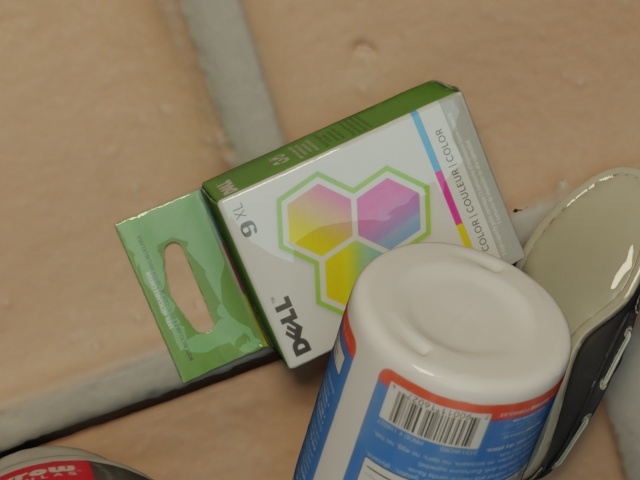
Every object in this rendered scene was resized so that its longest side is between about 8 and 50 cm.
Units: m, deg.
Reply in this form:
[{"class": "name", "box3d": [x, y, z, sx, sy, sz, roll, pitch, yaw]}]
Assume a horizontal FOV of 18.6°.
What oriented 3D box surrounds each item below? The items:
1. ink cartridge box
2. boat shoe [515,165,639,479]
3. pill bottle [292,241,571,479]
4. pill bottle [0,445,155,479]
[{"class": "ink cartridge box", "box3d": [0.000, 0.000, 1.126, 0.209, 0.062, 0.109, -24, 106, -6]}, {"class": "boat shoe", "box3d": [0.151, 0.054, 1.184, 0.065, 0.075, 0.206, 27, 88, -59]}, {"class": "pill bottle", "box3d": [0.052, 0.121, 1.099, 0.124, 0.124, 0.221, 7, 129, -14]}, {"class": "pill bottle", "box3d": [-0.125, 0.213, 1.006, 0.176, 0.318, 0.176, -3, 101, -13]}]
